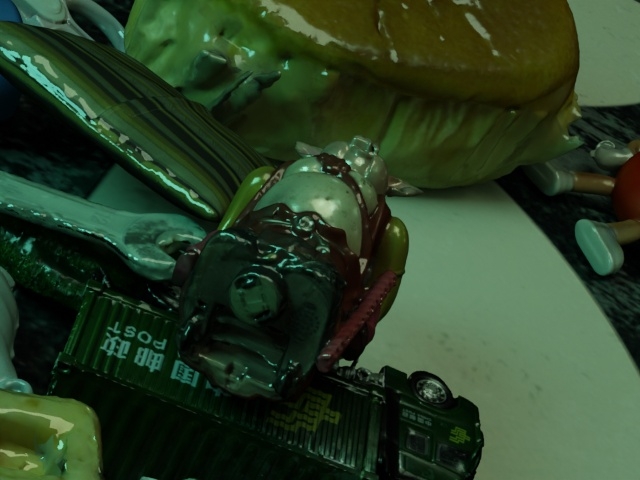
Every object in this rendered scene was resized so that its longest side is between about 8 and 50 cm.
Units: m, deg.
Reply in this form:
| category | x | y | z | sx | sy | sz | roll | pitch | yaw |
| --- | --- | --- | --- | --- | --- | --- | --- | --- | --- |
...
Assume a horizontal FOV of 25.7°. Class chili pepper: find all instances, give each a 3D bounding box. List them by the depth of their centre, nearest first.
| category | x | y | z | sx | sy | sz | roll | pitch | yaw |
| --- | --- | --- | --- | --- | --- | --- | --- | --- | --- |
| chili pepper | -0.146 | 0.002 | 0.913 | 0.278 | 0.065 | 0.122 | 16 | 24 | -21 |

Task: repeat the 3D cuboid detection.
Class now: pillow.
| category | x | y | z | sx | sy | sz | roll | pitch | yaw |
| --- | --- | --- | --- | --- | --- | --- | --- | --- | --- |
| pillow | -0.116 | -0.079 | 0.957 | 0.208 | 0.052 | 0.212 | 36 | 10 | 11 |

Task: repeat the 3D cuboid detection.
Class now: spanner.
| category | x | y | z | sx | sy | sz | roll | pitch | yaw |
| --- | --- | --- | --- | --- | --- | --- | --- | --- | --- |
| spanner | -0.213 | -0.036 | 0.847 | 0.302 | 0.017 | 0.071 | 19 | 33 | 3 |

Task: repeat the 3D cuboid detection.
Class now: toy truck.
| category | x | y | z | sx | sy | sz | roll | pitch | yaw |
| --- | --- | --- | --- | --- | --- | --- | --- | --- | --- |
| toy truck | -0.032 | 0.107 | 0.834 | 0.259 | 0.088 | 0.121 | 22 | 33 | -8 |

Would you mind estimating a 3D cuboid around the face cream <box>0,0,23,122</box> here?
| category | x | y | z | sx | sy | sz | roll | pitch | yaw |
| --- | --- | --- | --- | --- | --- | --- | --- | --- | --- |
| face cream | -0.335 | -0.139 | 0.940 | 0.264 | 0.083 | 0.149 | 6 | 37 | -30 |

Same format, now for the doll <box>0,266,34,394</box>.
| category | x | y | z | sx | sy | sz | roll | pitch | yaw |
| --- | --- | --- | --- | --- | --- | --- | --- | --- | --- |
| doll | -0.231 | 0.030 | 0.807 | 0.102 | 0.075 | 0.227 | -24 | 47 | -31 |

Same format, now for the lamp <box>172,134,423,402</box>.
| category | x | y | z | sx | sy | sz | roll | pitch | yaw |
| --- | --- | --- | --- | --- | --- | --- | --- | --- | --- |
| lamp | 0.000 | 0.000 | 0.833 | 0.118 | 0.118 | 0.253 | 33 | 30 | 6 |

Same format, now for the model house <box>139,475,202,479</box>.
| category | x | y | z | sx | sy | sz | roll | pitch | yaw |
| --- | --- | --- | --- | --- | --- | --- | --- | --- | --- |
| model house | -0.034 | 0.203 | 0.707 | 0.167 | 0.117 | 0.088 | 42 | 66 | -19 |

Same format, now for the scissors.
| category | x | y | z | sx | sy | sz | roll | pitch | yaw |
| --- | --- | --- | --- | --- | --- | --- | --- | --- | --- |
| scissors | -0.239 | -0.200 | 1.068 | 0.242 | 0.030 | 0.118 | 42 | 29 | -21 |

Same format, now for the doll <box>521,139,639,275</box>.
| category | x | y | z | sx | sy | sz | roll | pitch | yaw |
| --- | --- | --- | --- | --- | --- | --- | --- | --- | --- |
| doll | 0.309 | -0.039 | 1.279 | 0.217 | 0.085 | 0.183 | -10 | 45 | -20 |

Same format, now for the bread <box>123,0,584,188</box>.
| category | x | y | z | sx | sy | sz | roll | pitch | yaw |
| --- | --- | --- | --- | --- | --- | --- | --- | --- | --- |
| bread | 0.034 | -0.176 | 1.166 | 0.388 | 0.183 | 0.236 | 7 | 41 | -30 |

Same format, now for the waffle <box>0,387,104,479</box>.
| category | x | y | z | sx | sy | sz | roll | pitch | yaw |
| --- | --- | --- | --- | --- | --- | --- | --- | --- | --- |
| waffle | -0.277 | 0.159 | 0.573 | 0.376 | 0.114 | 0.261 | 13 | 39 | -22 |
